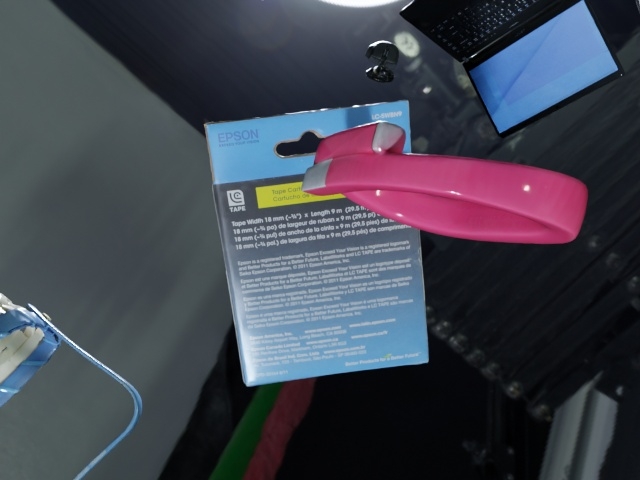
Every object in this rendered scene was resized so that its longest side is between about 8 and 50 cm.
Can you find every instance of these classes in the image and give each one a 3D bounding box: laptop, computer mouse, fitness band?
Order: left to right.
[{"bbox_3d":[0.128,-0.371,1.359,0.242,0.071,0.041,-76,-171,-61],"label":"computer mouse"},{"bbox_3d":[0.104,-0.046,0.610,0.291,0.208,0.054,-173,-82,-69],"label":"fitness band"},{"bbox_3d":[0.301,-0.319,1.060,0.234,0.264,0.137,-28,-129,40],"label":"laptop"}]

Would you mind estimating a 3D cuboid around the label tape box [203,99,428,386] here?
[{"bbox_3d":[0.000,0.000,0.837,0.240,0.334,0.106,-7,-164,-2],"label":"label tape box"}]

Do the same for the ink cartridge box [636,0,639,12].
[{"bbox_3d":[0.215,-0.074,0.348,0.046,0.207,0.097,-18,175,37],"label":"ink cartridge box"}]

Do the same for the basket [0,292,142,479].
[{"bbox_3d":[-0.366,0.174,0.673,0.255,0.289,0.201,-49,178,-16],"label":"basket"}]
